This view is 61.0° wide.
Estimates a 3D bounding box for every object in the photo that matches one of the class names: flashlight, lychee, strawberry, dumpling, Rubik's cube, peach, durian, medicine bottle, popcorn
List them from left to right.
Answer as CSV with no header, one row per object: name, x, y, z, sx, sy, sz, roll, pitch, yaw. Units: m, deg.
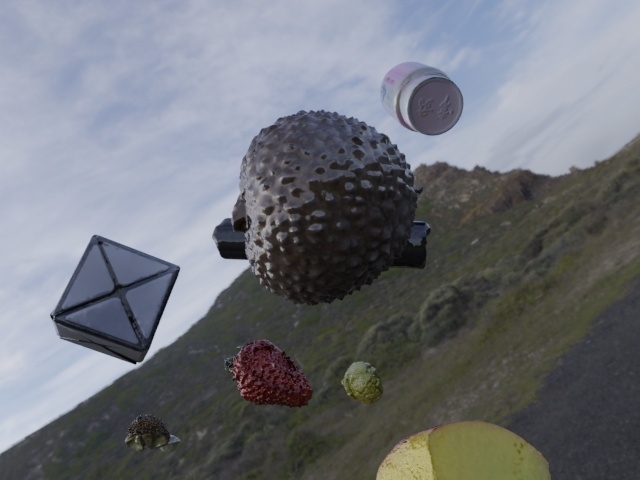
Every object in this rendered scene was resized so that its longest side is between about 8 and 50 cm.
Rubik's cube,-0.558,0.169,1.488,0.259,0.255,0.260,133,155,-59
durian,-0.427,0.461,1.326,0.110,0.071,0.140,-11,-35,-6
dumpling,-0.413,0.543,1.448,0.077,0.043,0.059,-1,-3,36
strawberry,-0.153,0.383,1.589,0.106,0.286,0.188,96,-161,-55
flashlight,0.000,0.000,1.075,0.424,0.103,0.103,3,-9,6
lychee,0.004,-0.047,0.836,0.300,0.300,0.300,-34,-11,-7
popcorn,0.113,0.392,1.487,0.106,0.120,0.116,-21,-26,-19
medicine bottle,0.233,-0.335,1.278,0.152,0.152,0.254,-37,22,11
peach,0.305,0.573,1.233,0.381,0.242,0.306,3,-53,-3
